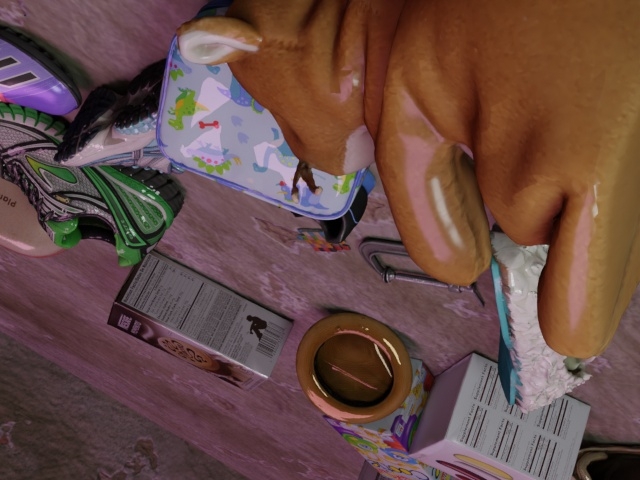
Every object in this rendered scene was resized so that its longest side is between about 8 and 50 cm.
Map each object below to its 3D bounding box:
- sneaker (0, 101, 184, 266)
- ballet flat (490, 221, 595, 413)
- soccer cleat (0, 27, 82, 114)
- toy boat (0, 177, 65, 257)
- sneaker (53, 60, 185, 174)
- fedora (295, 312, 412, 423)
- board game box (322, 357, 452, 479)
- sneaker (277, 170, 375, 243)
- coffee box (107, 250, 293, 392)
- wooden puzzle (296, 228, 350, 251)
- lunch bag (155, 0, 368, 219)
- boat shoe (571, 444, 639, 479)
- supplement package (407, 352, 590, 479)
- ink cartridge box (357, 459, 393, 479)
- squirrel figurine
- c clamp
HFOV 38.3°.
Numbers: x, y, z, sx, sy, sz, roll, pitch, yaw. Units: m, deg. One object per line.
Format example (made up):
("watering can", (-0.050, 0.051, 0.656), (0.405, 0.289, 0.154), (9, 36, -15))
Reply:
("sneaker", (-0.374, -0.082, 1.295), (0.343, 0.146, 0.134), (25, 156, 1))
("ballet flat", (0.269, 0.086, 1.091), (0.147, 0.147, 0.409), (15, 158, 20))
("soccer cleat", (-0.450, -0.214, 1.127), (0.318, 0.116, 0.109), (26, 156, -2))
("toy boat", (-0.478, -0.070, 1.468), (0.231, 0.151, 0.151), (27, -173, -3))
("sneaker", (-0.222, -0.119, 1.123), (0.122, 0.110, 0.283), (37, 154, -33))
("fedora", (0.057, 0.202, 1.508), (0.194, 0.194, 0.079), (23, -168, 4))
("board game box", (0.142, 0.324, 1.645), (0.144, 0.142, 0.275), (7, 151, 35))
("sneaker", (-0.035, -0.088, 1.025), (0.232, 0.090, 0.081), (37, 154, -26))
("coffee box", (-0.219, 0.148, 1.654), (0.297, 0.119, 0.168), (27, 157, -6))
("wooden puzzle", (0.000, 0.000, 1.278), (0.083, 0.006, 0.049), (1, 147, 42))
("lunch bag", (-0.049, -0.123, 0.910), (0.219, 0.090, 0.176), (21, 131, 4))
("boat shoe", (0.452, 0.386, 1.525), (0.341, 0.122, 0.110), (-19, 128, 44))
("supplement package", (0.279, 0.305, 1.466), (0.203, 0.149, 0.194), (25, 156, -2))
("ink cartridge box", (0.165, 0.473, 1.910), (0.092, 0.160, 0.219), (28, 155, -8))
("squirrel figurine", (0.079, -0.169, 0.614), (0.370, 0.281, 0.397), (22, 141, 39))
("c clamp", (0.130, 0.045, 1.228), (0.160, 0.022, 0.137), (12, 153, 26))
